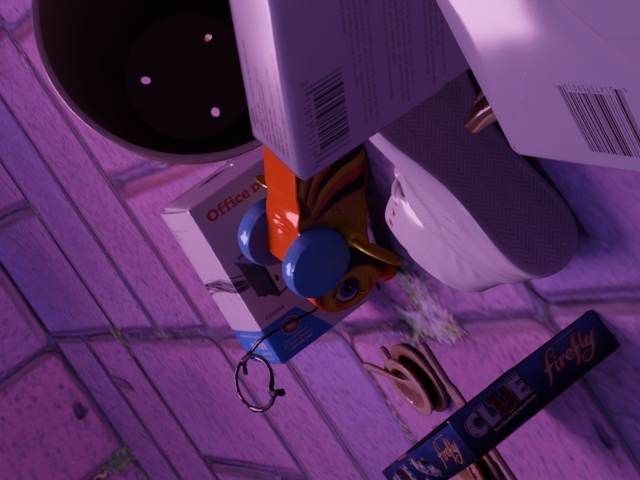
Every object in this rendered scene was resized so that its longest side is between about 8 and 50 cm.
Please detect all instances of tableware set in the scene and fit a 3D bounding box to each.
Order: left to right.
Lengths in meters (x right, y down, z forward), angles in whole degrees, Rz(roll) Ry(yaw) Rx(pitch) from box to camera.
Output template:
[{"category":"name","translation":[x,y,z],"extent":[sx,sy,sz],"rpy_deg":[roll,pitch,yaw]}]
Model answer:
[{"category":"tableware set","translation":[0.124,0.198,2.005],"extent":[0.194,0.039,0.128],"rpy_deg":[56,161,-6]}]

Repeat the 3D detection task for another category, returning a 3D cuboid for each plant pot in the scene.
[{"category":"plant pot","translation":[-0.115,-0.172,1.673],"extent":[0.256,0.256,0.274],"rpy_deg":[53,173,4]}]

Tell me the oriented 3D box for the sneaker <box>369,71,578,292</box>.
[{"category":"sneaker","translation":[0.072,-0.075,1.552],"extent":[0.292,0.108,0.169],"rpy_deg":[54,158,-3]}]

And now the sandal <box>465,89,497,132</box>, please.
[{"category":"sandal","translation":[0.156,-0.111,1.373],"extent":[0.049,0.072,0.180],"rpy_deg":[35,160,-12]}]

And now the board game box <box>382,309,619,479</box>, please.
[{"category":"board game box","translation":[0.153,0.151,1.663],"extent":[0.042,0.165,0.243],"rpy_deg":[52,160,6]}]

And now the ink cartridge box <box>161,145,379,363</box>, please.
[{"category":"ink cartridge box","translation":[-0.052,0.012,1.944],"extent":[0.191,0.139,0.082],"rpy_deg":[59,159,-15]}]

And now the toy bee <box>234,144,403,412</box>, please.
[{"category":"toy bee","translation":[0.000,0.000,1.839],"extent":[0.195,0.162,0.298],"rpy_deg":[53,138,28]}]

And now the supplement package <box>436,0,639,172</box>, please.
[{"category":"supplement package","translation":[0.193,-0.181,0.837],"extent":[0.198,0.262,0.199],"rpy_deg":[61,160,-21]}]

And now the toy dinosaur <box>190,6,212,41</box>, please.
[{"category":"toy dinosaur","translation":[-0.160,-0.253,1.865],"extent":[0.211,0.064,0.112],"rpy_deg":[44,160,28]}]

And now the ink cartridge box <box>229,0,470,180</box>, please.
[{"category":"ink cartridge box","translation":[0.052,-0.195,1.186],"extent":[0.060,0.239,0.275],"rpy_deg":[44,159,30]}]
